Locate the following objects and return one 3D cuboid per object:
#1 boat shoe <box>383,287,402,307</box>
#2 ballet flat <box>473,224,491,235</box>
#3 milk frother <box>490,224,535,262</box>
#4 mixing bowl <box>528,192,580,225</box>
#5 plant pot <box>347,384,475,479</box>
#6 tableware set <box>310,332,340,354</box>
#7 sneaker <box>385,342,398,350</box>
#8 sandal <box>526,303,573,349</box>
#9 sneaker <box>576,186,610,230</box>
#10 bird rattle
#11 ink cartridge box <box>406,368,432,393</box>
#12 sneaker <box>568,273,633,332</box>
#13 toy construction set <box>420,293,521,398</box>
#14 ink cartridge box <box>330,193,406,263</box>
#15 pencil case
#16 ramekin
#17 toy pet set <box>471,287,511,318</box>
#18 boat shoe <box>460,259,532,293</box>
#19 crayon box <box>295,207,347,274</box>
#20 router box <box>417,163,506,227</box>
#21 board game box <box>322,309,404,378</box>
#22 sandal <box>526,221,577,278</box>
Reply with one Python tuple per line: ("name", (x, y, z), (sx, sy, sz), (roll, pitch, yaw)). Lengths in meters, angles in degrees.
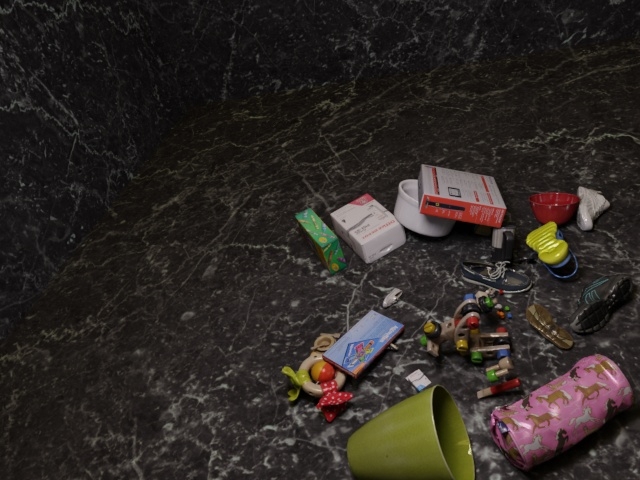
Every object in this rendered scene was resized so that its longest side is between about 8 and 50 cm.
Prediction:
("boat shoe", (0.274, 0.219, 2.027), (0.035, 0.035, 0.100), (16, 45, 40))
("ballet flat", (0.682, -0.102, 2.206), (0.073, 0.080, 0.232), (22, 53, 5))
("milk frother", (0.711, 0.015, 1.981), (0.143, 0.135, 0.129), (-3, 12, -16))
("mixing bowl", (0.897, -0.115, 2.068), (0.181, 0.098, 0.181), (-6, 18, 2))
("plant pot", (0.232, 0.574, 1.485), (0.293, 0.275, 0.275), (-24, 36, 23))
("tableware set", (0.064, 0.371, 1.927), (0.194, 0.039, 0.128), (-2, 37, 22))
("sneaker", (0.230, 0.373, 1.875), (0.083, 0.032, 0.037), (14, 66, 38))
("sandal", (0.737, 0.285, 1.742), (0.072, 0.049, 0.180), (-34, 55, -8))
("sneaker", (1.041, -0.126, 2.051), (0.115, 0.090, 0.232), (3, 46, 22))
("bird rattle", (0.001, 0.461, 1.787), (0.253, 0.143, 0.207), (8, 42, 29))
("ink cartridge box", (0.316, 0.453, 1.740), (0.048, 0.028, 0.083), (-31, 40, -13))
("sneaker", (0.893, 0.204, 1.748), (0.267, 0.101, 0.106), (-35, 19, -16))
("toy construction set", (0.461, 0.344, 1.702), (0.237, 0.257, 0.309), (-31, 57, 28))
("ink cartridge box", (0.203, -0.056, 2.308), (0.207, 0.117, 0.283), (-29, 40, -12))
("pencil case", (0.660, 0.466, 1.478), (0.386, 0.167, 0.160), (-26, 7, -7))
("ramekin", (0.435, -0.130, 2.201), (0.277, 0.135, 0.277), (12, 29, -7))
("toy pet set", (0.587, 0.228, 1.877), (0.114, 0.065, 0.122), (13, 42, -14))
("boat shoe", (0.632, 0.120, 1.947), (0.254, 0.079, 0.095), (15, 51, 36))
("crayon box", (0.000, 0.000, 2.294), (0.081, 0.165, 0.278), (-29, 40, -10))
("router box", (0.532, -0.179, 2.076), (0.301, 0.082, 0.335), (11, 28, 4))
("board game box", (0.151, 0.351, 1.855), (0.145, 0.027, 0.281), (22, 43, 36))
("sandal", (0.834, 0.039, 1.928), (0.126, 0.138, 0.317), (-35, 13, 25))
